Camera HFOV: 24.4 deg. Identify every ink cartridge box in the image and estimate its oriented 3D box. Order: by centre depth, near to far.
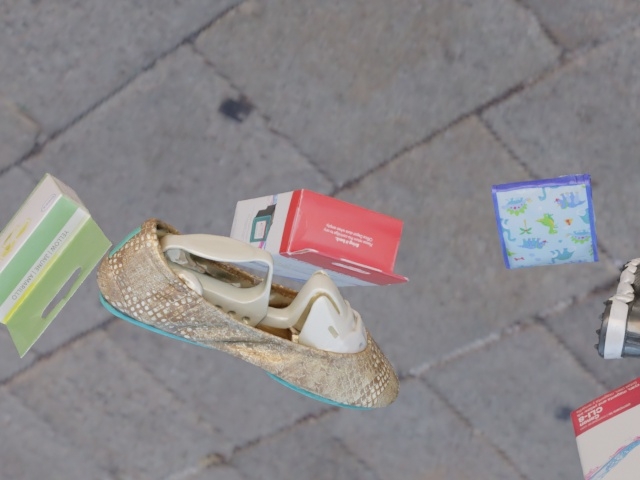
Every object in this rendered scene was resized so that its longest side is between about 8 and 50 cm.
[{"bbox_3d":[0.309,0.217,1.281,0.127,0.176,0.128,-28,115,16],"label":"ink cartridge box"},{"bbox_3d":[0.000,0.000,1.681,0.134,0.078,0.231,17,170,-25],"label":"ink cartridge box"},{"bbox_3d":[-0.337,0.024,1.745,0.056,0.235,0.171,38,91,-23],"label":"ink cartridge box"}]

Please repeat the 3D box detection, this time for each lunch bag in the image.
[{"bbox_3d":[0.294,-0.036,1.934,0.129,0.096,0.151,-7,150,11],"label":"lunch bag"}]

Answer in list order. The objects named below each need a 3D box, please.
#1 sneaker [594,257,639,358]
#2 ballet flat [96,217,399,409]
[{"bbox_3d":[0.357,0.078,1.553,0.106,0.234,0.078,9,106,17],"label":"sneaker"},{"bbox_3d":[-0.030,0.043,0.886,0.206,0.073,0.067,21,120,-21],"label":"ballet flat"}]
